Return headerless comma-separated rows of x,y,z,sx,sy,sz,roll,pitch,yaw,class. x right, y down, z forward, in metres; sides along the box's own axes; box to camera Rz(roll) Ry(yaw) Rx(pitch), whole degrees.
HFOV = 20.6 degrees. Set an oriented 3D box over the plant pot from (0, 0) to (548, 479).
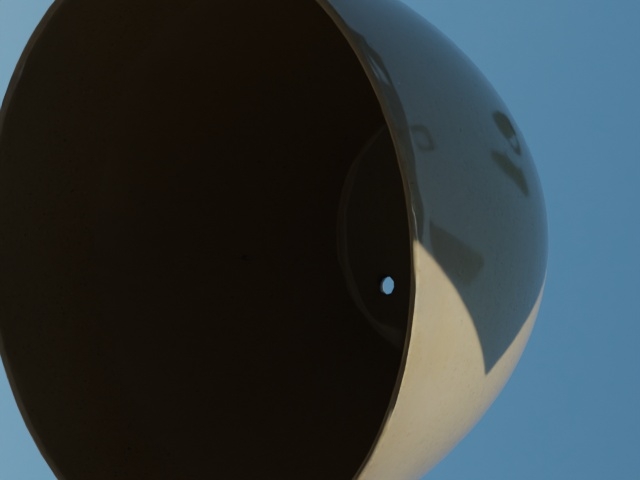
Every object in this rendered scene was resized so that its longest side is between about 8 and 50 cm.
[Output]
0.000,0.000,0.844,0.284,0.191,0.284,4,-84,44,plant pot
